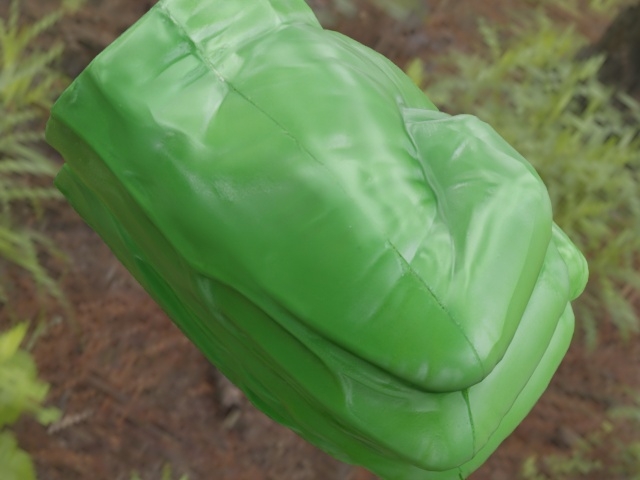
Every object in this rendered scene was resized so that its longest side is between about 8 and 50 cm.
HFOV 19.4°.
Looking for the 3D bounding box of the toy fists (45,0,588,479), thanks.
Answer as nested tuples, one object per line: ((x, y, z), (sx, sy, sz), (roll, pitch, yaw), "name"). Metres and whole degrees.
((0.000, 0.000, 0.560), (0.142, 0.096, 0.279), (49, -9, -2), "toy fists")
